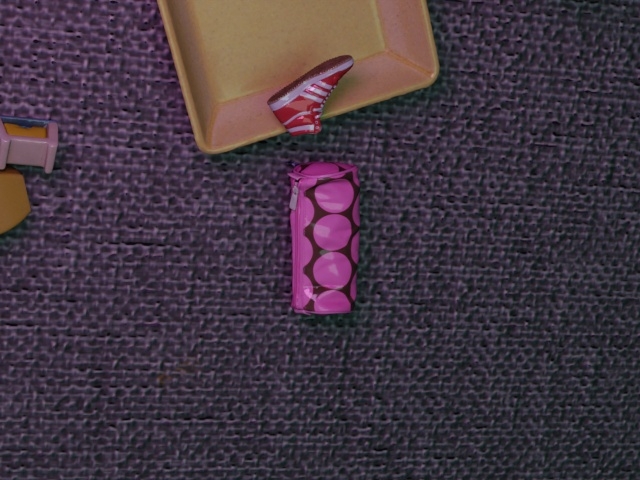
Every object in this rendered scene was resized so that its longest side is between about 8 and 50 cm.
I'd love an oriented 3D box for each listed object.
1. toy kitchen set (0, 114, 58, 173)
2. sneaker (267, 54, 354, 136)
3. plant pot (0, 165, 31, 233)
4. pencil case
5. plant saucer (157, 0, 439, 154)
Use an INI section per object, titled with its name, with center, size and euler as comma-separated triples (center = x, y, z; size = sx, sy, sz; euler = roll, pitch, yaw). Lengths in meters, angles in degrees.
[toy kitchen set]
center = -0.381, -0.200, 1.613
size = 0.166, 0.122, 0.207
euler = 4, 124, -21
[sneaker]
center = 0.000, -0.174, 1.688
size = 0.118, 0.042, 0.067
euler = -32, 110, 0
[plant pot]
center = -0.396, -0.051, 1.652
size = 0.083, 0.081, 0.081
euler = -16, 112, -20
[pencil case]
center = 0.000, 0.000, 1.801
size = 0.098, 0.095, 0.209
euler = -20, 114, -47
[plant saucer]
center = -0.044, -0.312, 1.700
size = 0.332, 0.081, 0.333
euler = -19, 111, -13
